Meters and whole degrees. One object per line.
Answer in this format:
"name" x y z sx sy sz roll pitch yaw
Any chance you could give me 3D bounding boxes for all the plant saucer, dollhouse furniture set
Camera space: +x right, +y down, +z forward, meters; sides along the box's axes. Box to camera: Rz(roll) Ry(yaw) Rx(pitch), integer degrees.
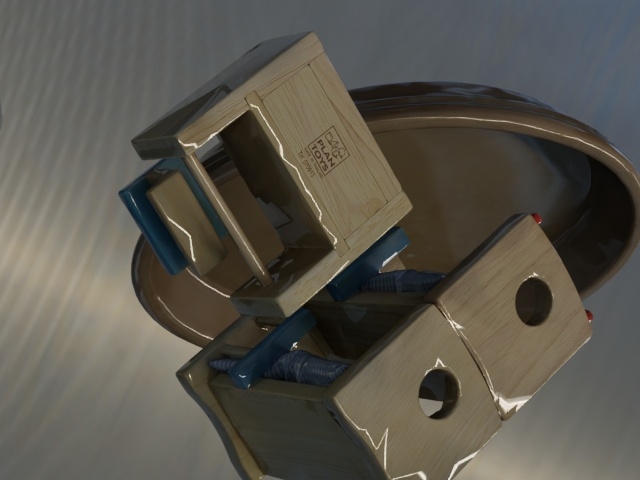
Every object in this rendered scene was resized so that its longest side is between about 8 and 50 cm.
"plant saucer" 0.036 -0.005 0.877 0.278 0.278 0.041 63 17 -60
"dollhouse furniture set" 0.000 0.000 0.692 0.129 0.129 0.183 -41 111 -27

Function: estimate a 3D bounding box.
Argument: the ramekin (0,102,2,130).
"ramekin" -0.285 -0.163 0.904 0.148 0.303 0.303 -17 140 -6
